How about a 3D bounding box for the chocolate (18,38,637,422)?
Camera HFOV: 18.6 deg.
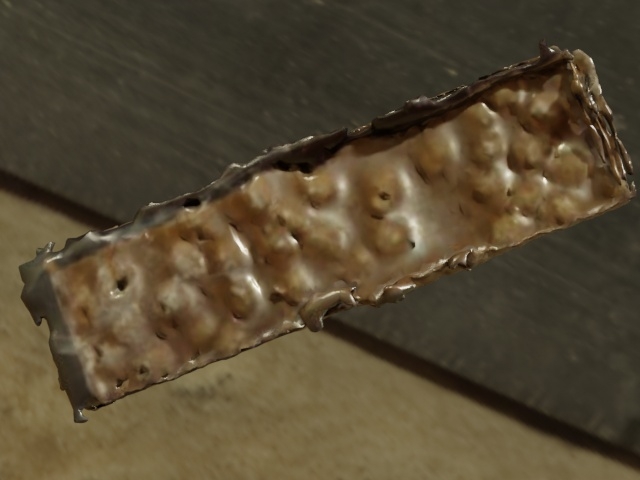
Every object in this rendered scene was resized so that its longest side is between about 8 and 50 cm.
[{"bbox_3d":[0.001,-0.003,1.020,0.329,0.065,0.102,-21,80,15],"label":"chocolate"}]
